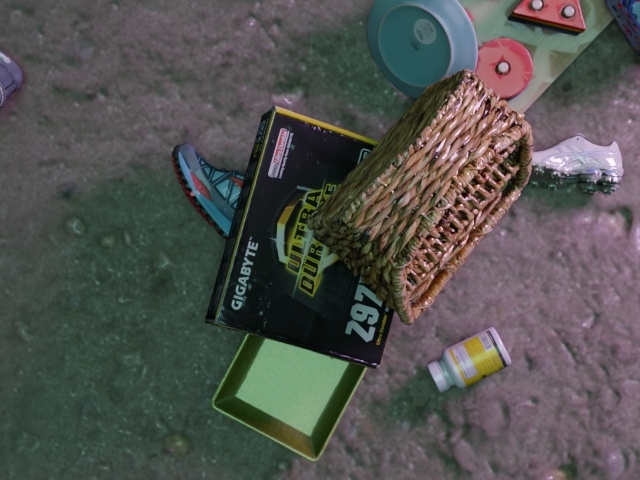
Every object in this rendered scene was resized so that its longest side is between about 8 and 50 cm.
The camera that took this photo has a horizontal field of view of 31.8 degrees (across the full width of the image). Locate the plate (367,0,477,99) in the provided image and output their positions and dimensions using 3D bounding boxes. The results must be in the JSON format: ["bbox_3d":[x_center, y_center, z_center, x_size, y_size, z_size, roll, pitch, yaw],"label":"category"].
[{"bbox_3d":[0.142,-0.287,1.639,0.188,0.024,0.188,22,129,30],"label":"plate"}]

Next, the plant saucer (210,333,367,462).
[{"bbox_3d":[-0.044,0.212,1.711,0.188,0.045,0.188,28,92,2],"label":"plant saucer"}]

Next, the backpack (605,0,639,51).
[{"bbox_3d":[0.505,-0.323,1.591,0.117,0.173,0.158,-38,121,5],"label":"backpack"}]

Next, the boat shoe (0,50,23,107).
[{"bbox_3d":[-0.595,-0.310,1.716,0.319,0.116,0.099,37,50,8],"label":"boat shoe"}]

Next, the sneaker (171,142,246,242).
[{"bbox_3d":[-0.114,-0.058,1.694,0.125,0.104,0.262,-42,97,-8],"label":"sneaker"}]

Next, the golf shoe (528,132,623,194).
[{"bbox_3d":[0.366,-0.122,1.685,0.176,0.069,0.086,9,69,1],"label":"golf shoe"}]

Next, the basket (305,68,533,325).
[{"bbox_3d":[0.169,-0.055,1.534,0.223,0.213,0.299,45,76,-10],"label":"basket"}]

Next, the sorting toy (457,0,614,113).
[{"bbox_3d":[0.269,-0.338,1.660,0.255,0.089,0.257,44,93,1],"label":"sorting toy"}]

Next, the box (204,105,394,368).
[{"bbox_3d":[0.000,0.000,1.631,0.257,0.079,0.322,18,82,-17],"label":"box"}]

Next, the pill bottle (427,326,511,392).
[{"bbox_3d":[0.222,0.183,1.688,0.116,0.065,0.065,-26,90,4],"label":"pill bottle"}]
